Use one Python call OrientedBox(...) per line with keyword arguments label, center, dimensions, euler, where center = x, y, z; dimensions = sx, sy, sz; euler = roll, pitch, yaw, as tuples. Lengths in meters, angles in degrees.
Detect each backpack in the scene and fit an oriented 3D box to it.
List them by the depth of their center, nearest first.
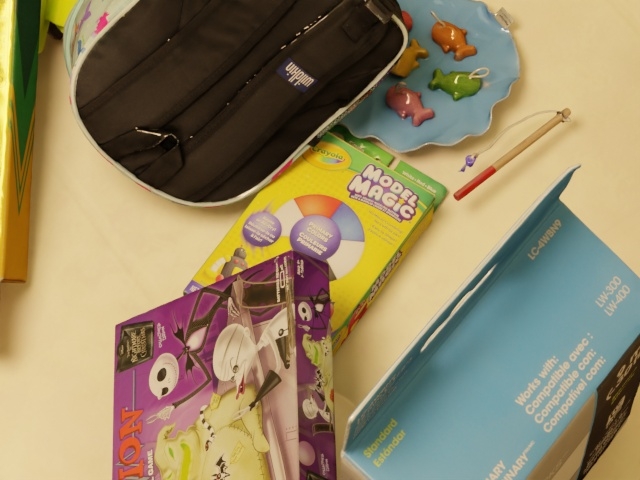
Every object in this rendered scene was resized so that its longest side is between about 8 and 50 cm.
OrientedBox(label="backpack", center=(-0.086, -0.164, 1.641), dimensions=(0.253, 0.225, 0.191), euler=(-47, 29, 11))

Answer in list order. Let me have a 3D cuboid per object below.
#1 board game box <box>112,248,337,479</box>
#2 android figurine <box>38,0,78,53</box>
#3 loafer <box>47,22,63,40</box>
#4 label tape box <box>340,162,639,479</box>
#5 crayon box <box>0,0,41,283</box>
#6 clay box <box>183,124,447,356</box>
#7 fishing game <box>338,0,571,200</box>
OrientedBox(label="board game box", center=(-0.076, 0.198, 1.509), dimensions=(0.056, 0.208, 0.347), euler=(20, 56, -39))
OrientedBox(label="android figurine", center=(-0.300, -0.258, 1.687), dimensions=(0.248, 0.056, 0.273), euler=(14, 106, 5))
OrientedBox(label="loafer", center=(-0.299, -0.246, 1.762), dimensions=(0.220, 0.080, 0.078), euler=(42, 101, 0))
OrientedBox(label="label tape box", center=(0.131, 0.131, 1.444), dimensions=(0.115, 0.348, 0.249), euler=(36, 70, 15))
OrientedBox(label="crayon box", center=(-0.340, -0.077, 1.632), dimensions=(0.202, 0.081, 0.318), euler=(3, 89, 8))
OrientedBox(label="clay box", center=(0.000, 0.000, 1.668), dimensions=(0.127, 0.053, 0.222), euler=(31, 69, 13))
OrientedBox(label="fishing game", center=(0.085, -0.158, 1.738), dimensions=(0.189, 0.041, 0.264), euler=(-36, 63, -20))
